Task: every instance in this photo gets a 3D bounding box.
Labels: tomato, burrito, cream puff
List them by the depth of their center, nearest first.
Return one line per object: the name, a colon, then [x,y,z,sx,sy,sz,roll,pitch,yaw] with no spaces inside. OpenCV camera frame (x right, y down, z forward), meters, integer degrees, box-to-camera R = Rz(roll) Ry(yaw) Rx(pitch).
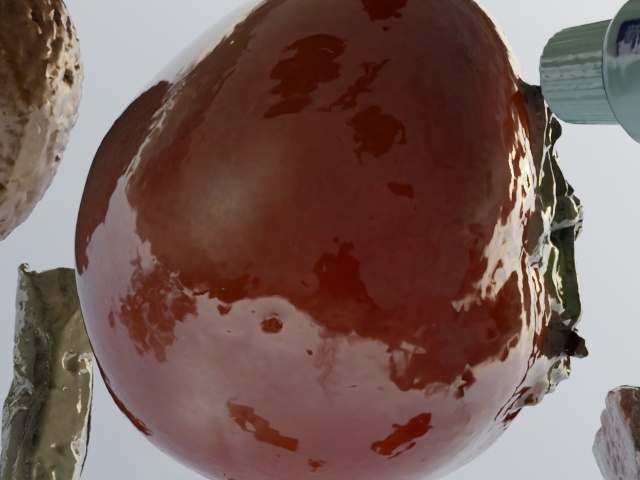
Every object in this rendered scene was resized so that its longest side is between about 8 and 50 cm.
tomato: [0.000,0.000,0.786,0.321,0.322,0.321,11,-143,-8]
burrito: [-0.205,0.128,0.969,0.063,0.058,0.230,21,-115,-52]
cream puff: [-0.330,-0.121,1.022,0.303,0.303,0.212,14,-162,-4]

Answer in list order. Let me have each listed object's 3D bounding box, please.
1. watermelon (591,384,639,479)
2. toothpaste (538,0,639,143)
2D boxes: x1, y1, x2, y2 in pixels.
watermelon: [0.365,0.170,1.130,0.226,0.318,0.148,21,-134,-39]
toothpaste: [0.166,-0.047,0.304,0.048,0.075,0.297,-45,-154,-25]
